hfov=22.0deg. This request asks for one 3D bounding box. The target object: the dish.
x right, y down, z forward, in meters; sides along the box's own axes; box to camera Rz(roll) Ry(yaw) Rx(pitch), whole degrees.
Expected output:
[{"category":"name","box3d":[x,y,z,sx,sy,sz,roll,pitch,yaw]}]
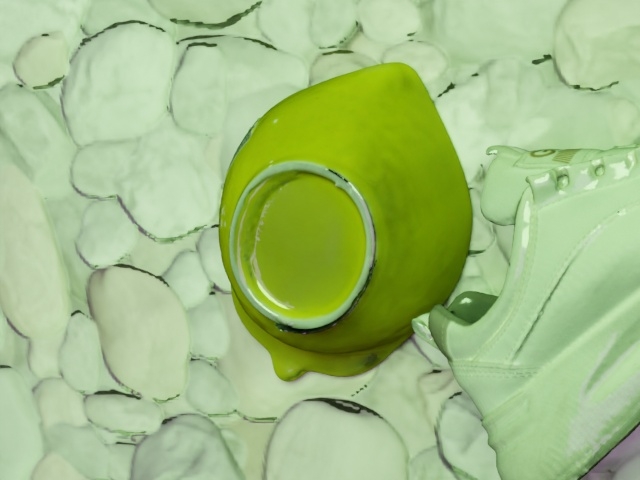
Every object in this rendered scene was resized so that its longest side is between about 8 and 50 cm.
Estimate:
[{"category":"dish","box3d":[0.000,0.000,0.919,0.149,0.080,0.208,25,111,16]}]

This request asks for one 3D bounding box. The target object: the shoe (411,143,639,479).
[{"category":"shoe","box3d":[0.158,-0.011,0.831,0.159,0.124,0.316,44,116,14]}]
